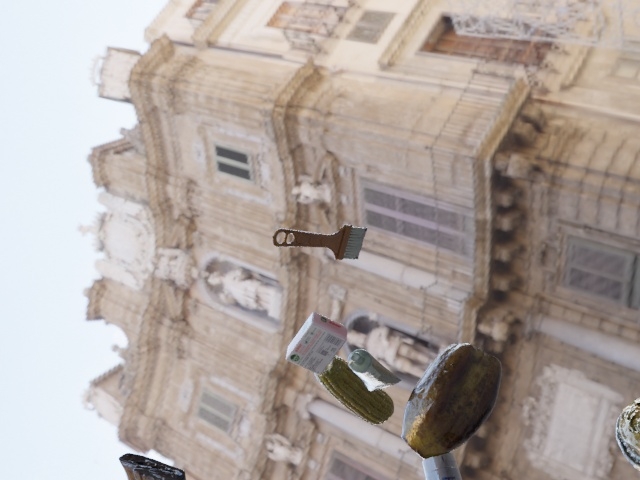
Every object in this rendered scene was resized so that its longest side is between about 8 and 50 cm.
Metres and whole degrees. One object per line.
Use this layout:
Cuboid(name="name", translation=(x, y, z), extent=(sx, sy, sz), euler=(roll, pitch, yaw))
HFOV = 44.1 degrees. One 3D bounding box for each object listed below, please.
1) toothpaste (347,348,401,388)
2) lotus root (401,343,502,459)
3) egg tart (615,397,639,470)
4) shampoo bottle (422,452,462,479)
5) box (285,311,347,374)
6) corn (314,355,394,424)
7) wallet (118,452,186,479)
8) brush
Cuboid(name="toothpaste", translation=(0.138, 0.352, 2.119), extent=(0.392, 0.098, 0.061), euler=(52, -159, -64))
Cuboid(name="lotus root", translation=(0.303, 0.388, 1.876), extent=(0.291, 0.193, 0.193), euler=(-53, -39, -19))
Cuboid(name="egg tart", translation=(0.499, 0.273, 1.013), extent=(0.234, 0.234, 0.094), euler=(-23, -62, -47))
Cuboid(name="shampoo bottle", translation=(0.322, 0.644, 2.001), extent=(0.092, 0.092, 0.303), euler=(53, -161, -50))
Cuboid(name="box", translation=(-0.008, 0.223, 1.708), extent=(0.125, 0.089, 0.043), euler=(-55, 15, 31))
Cuboid(name="corn", translation=(0.109, 0.495, 2.642), extent=(0.344, 0.131, 0.131), euler=(44, -112, -29))
Cuboid(name="wallet", translation=(-0.407, 0.637, 1.983), extent=(0.049, 0.182, 0.229), euler=(-56, -30, -48))
Cuboid(name="brush", translation=(0.000, 0.000, 1.819), extent=(0.314, 0.017, 0.090), euler=(5, -77, -48))
